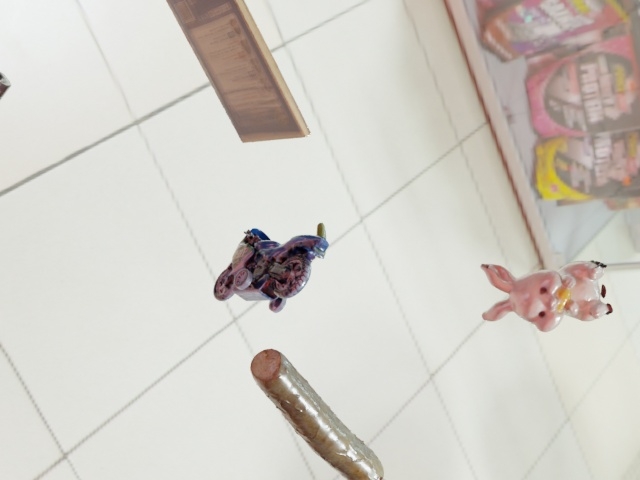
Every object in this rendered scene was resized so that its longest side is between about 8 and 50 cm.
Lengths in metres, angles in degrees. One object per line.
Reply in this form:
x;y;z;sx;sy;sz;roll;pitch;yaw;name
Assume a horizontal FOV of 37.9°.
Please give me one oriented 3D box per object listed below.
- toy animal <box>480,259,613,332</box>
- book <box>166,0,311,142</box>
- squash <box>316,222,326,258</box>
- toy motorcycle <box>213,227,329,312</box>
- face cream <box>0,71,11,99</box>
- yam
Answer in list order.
0.244;0.056;1.004;0.124;0.085;0.070;-11;114;-22;toy animal
-0.154;-0.322;1.685;0.018;0.228;0.322;-39;114;-27;book
0.001;0.001;1.987;0.027;0.027;0.089;35;45;-35;squash
-0.086;0.039;1.531;0.092;0.254;0.135;37;64;-32;toy motorcycle
-0.639;-0.179;1.596;0.073;0.073;0.283;34;101;-36;face cream
-0.002;0.311;1.579;0.371;0.083;0.083;52;54;-36;yam
